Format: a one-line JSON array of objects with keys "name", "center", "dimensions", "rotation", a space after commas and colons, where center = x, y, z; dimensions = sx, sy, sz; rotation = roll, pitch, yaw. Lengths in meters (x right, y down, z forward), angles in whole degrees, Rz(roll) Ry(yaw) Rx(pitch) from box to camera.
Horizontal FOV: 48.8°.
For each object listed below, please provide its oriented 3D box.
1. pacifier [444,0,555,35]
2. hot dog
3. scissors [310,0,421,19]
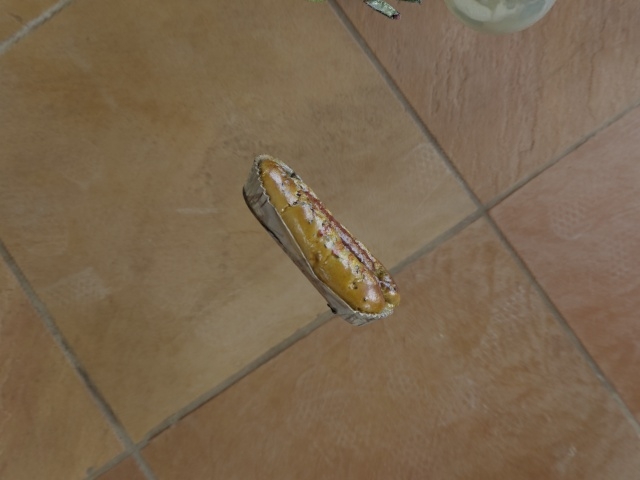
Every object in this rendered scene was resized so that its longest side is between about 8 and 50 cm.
[{"name": "pacifier", "center": [0.161, -0.271, 0.502], "dimensions": [0.288, 0.269, 0.343], "rotation": [44, 50, 10]}, {"name": "hot dog", "center": [0.000, 0.000, 0.851], "dimensions": [0.069, 0.131, 0.252], "rotation": [-39, 96, 19]}, {"name": "scissors", "center": [0.064, -0.378, 1.070], "dimensions": [0.187, 0.020, 0.133], "rotation": [33, 60, 31]}]
